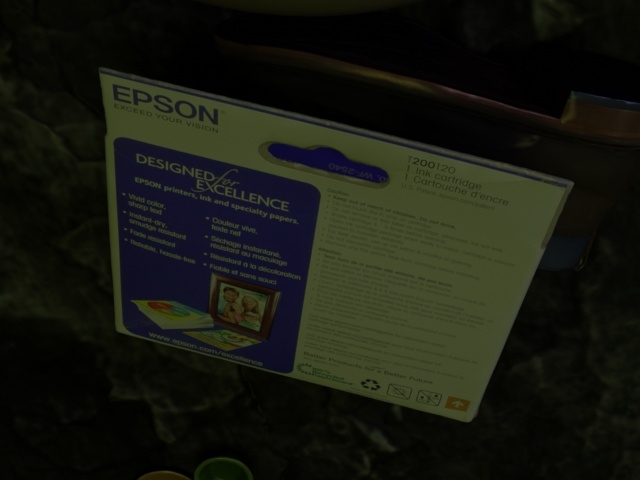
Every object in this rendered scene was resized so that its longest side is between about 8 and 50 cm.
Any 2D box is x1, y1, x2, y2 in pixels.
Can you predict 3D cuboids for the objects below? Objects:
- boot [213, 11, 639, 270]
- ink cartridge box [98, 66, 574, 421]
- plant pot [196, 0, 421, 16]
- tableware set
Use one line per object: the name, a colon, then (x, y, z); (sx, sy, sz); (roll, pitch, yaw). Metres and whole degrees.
boot: (0.051, -0.044, 0.564); (0.219, 0.082, 0.106); (10, 120, -5)
ink cartridge box: (0.000, 0.000, 0.567); (0.206, 0.045, 0.208); (15, 144, 3)
plant pot: (-0.030, -0.194, 0.353); (0.284, 0.191, 0.284); (9, 115, 19)
tableware set: (-0.093, 0.195, 0.760); (0.154, 0.024, 0.104); (-28, 117, 20)
